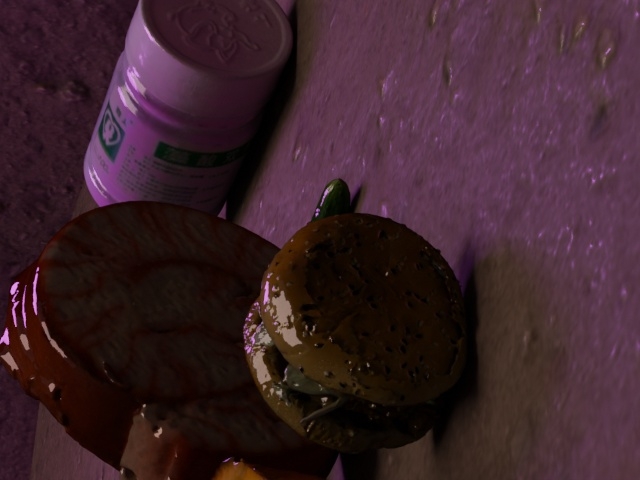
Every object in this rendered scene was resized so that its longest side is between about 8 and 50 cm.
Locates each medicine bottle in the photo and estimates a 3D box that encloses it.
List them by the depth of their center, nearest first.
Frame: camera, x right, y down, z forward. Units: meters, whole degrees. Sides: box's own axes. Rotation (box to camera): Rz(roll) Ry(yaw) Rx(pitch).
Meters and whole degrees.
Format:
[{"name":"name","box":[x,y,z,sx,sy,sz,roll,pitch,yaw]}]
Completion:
[{"name":"medicine bottle","box":[-0.181,-0.179,2.090,0.325,0.212,0.212,119,158,-45]}]

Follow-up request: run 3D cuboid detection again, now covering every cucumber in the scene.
[{"name":"cucumber","box":[0.000,0.000,1.611,0.037,0.037,0.155,-101,29,-57]}]

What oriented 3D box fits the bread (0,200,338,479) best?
[{"name":"bread","box":[-0.115,0.103,1.419,0.295,0.327,0.114,-32,-25,-49]}]

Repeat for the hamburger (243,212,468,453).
[{"name":"hamburger","box":[0.030,0.072,1.197,0.113,0.177,0.185,-53,0,43]}]

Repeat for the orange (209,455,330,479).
[{"name":"orange","box":[-0.020,0.279,1.049,0.310,0.274,0.274,-2,73,39]}]
